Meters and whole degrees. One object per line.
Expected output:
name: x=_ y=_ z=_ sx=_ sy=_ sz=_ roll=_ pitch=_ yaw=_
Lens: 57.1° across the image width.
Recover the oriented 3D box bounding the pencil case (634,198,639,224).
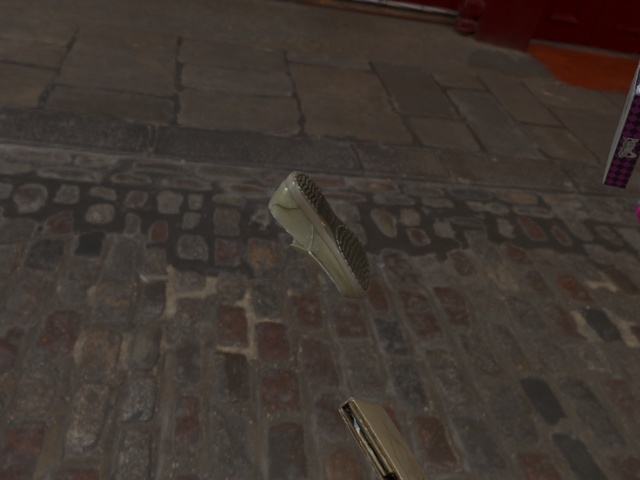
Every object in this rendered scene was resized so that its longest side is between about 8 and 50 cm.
pencil case: x=0.345 y=-0.112 z=0.502 sx=0.104 sy=0.104 sz=0.237 roll=18 pitch=77 yaw=9

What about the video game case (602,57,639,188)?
video game case: x=0.478 y=-0.222 z=0.865 sx=0.041 sy=0.232 sz=0.210 roll=17 pitch=70 yaw=22

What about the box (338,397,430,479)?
box: x=0.090 y=0.253 z=0.647 sx=0.021 sy=0.201 sz=0.164 roll=-35 pitch=68 yaw=2

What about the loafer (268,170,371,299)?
loafer: x=0.000 y=0.000 z=1.084 sx=0.269 sy=0.092 sz=0.102 roll=57 pitch=29 yaw=-10
